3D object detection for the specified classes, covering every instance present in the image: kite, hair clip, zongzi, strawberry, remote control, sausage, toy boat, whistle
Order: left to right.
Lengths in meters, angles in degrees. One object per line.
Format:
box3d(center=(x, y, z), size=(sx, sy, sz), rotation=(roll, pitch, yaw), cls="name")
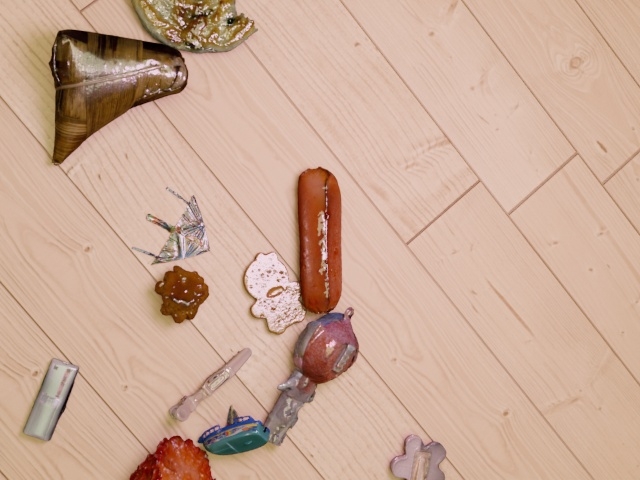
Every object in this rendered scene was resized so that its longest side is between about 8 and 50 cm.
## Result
box3d(center=(-0.570, 0.338, 1.657), size=(0.065, 0.029, 0.166), rotation=(22, 83, -10), cls="remote control")
box3d(center=(-0.437, -0.290, 1.675), size=(0.286, 0.134, 0.288), rotation=(5, 100, -16), cls="zongzi")
box3d(center=(-0.328, 0.540, 1.651), size=(0.178, 0.234, 0.234), rotation=(-25, 93, 18), cls="strawberry")
box3d(center=(-0.315, -0.016, 1.738), size=(0.160, 0.010, 0.183), rotation=(30, 82, -9), cls="kite")
box3d(center=(-0.236, 0.315, 1.710), size=(0.226, 0.072, 0.034), rotation=(-39, 99, -12), cls="hair clip")
box3d(center=(-0.194, 0.410, 1.711), size=(0.175, 0.110, 0.091), rotation=(-21, 132, 18), cls="toy boat")
box3d(center=(-0.021, 0.296, 1.734), size=(0.134, 0.142, 0.346), rotation=(31, 90, 16), cls="whistle")
box3d(center=(0.000, 0.000, 1.763), size=(0.102, 0.102, 0.330), rotation=(0, 87, -12), cls="sausage")
box3d(center=(0.217, 0.580, 1.801), size=(0.146, 0.075, 0.257), rotation=(11, 79, -14), cls="hair clip")

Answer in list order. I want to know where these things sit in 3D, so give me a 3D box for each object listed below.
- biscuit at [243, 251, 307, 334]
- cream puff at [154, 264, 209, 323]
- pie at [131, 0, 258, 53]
box3d(center=(-0.109, 0.121, 1.768), size=(0.133, 0.027, 0.184), rotation=(-41, 95, -11), cls="biscuit")
box3d(center=(-0.301, 0.119, 1.698), size=(0.116, 0.094, 0.122), rotation=(-7, 66, -16), cls="cream puff")
box3d(center=(-0.276, -0.557, 1.743), size=(0.302, 0.067, 0.302), rotation=(0, 89, -13), cls="pie")
